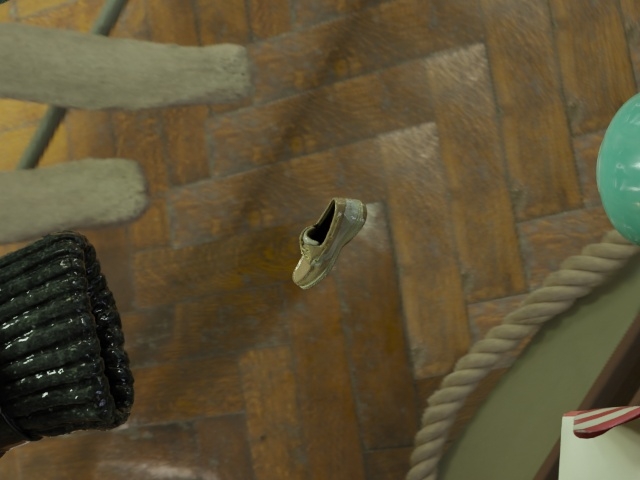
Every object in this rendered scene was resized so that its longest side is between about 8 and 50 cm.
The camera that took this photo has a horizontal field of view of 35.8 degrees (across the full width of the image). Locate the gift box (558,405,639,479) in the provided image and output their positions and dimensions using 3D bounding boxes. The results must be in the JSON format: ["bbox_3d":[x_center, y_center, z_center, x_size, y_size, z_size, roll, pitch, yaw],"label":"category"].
[{"bbox_3d":[0.276,0.193,0.533,0.255,0.276,0.258,-18,61,57],"label":"gift box"}]

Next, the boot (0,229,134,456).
[{"bbox_3d":[-0.281,0.180,0.842,0.260,0.131,0.347,-11,102,-6],"label":"boot"}]

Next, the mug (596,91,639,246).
[{"bbox_3d":[0.281,-0.049,0.764,0.097,0.158,0.129,8,73,45],"label":"mug"}]

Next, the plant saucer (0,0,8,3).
[{"bbox_3d":[-0.398,-0.223,0.819,0.318,0.317,0.043,-8,95,24],"label":"plant saucer"}]

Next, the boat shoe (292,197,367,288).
[{"bbox_3d":[0.000,0.000,1.136,0.135,0.045,0.050,-55,32,28],"label":"boat shoe"}]
